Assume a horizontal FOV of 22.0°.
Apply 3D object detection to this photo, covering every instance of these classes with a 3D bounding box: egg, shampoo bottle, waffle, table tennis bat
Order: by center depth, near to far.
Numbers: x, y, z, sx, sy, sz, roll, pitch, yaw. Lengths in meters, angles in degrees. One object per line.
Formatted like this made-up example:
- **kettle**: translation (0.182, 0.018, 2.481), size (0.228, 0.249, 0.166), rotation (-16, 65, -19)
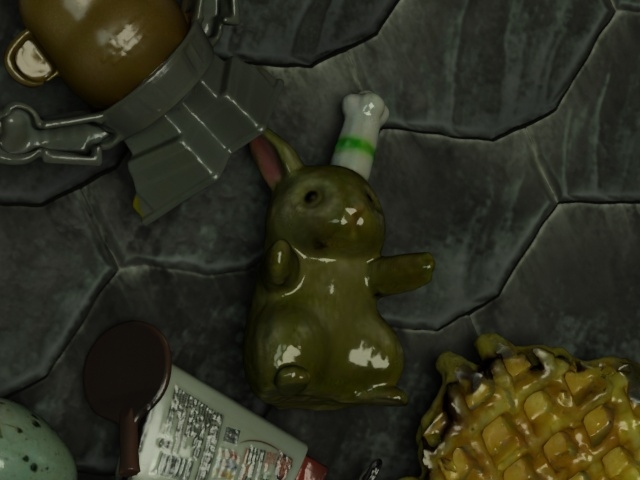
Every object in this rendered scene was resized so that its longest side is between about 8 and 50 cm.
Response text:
- **egg**: translation (-0.325, 0.229, 1.678), size (0.164, 0.131, 0.131), rotation (23, 83, -18)
- **table tennis bat**: translation (-0.224, 0.147, 1.688), size (0.107, 0.119, 0.170), rotation (-16, 64, 21)
- **shampoo bottle**: translation (-0.075, 0.241, 1.793), size (0.284, 0.071, 0.153), rotation (21, 79, -19)
- **waffle**: translation (0.257, 0.304, 1.888), size (0.382, 0.095, 0.380), rotation (19, 84, -20)

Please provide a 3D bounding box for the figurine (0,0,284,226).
- **figurine**: translation (-0.194, -0.190, 1.709), size (0.285, 0.167, 0.342), rotation (46, 56, -20)

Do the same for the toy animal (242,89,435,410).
- **toy animal**: translation (0.007, 0.007, 1.761), size (0.181, 0.180, 0.363), rotation (6, 89, -25)
